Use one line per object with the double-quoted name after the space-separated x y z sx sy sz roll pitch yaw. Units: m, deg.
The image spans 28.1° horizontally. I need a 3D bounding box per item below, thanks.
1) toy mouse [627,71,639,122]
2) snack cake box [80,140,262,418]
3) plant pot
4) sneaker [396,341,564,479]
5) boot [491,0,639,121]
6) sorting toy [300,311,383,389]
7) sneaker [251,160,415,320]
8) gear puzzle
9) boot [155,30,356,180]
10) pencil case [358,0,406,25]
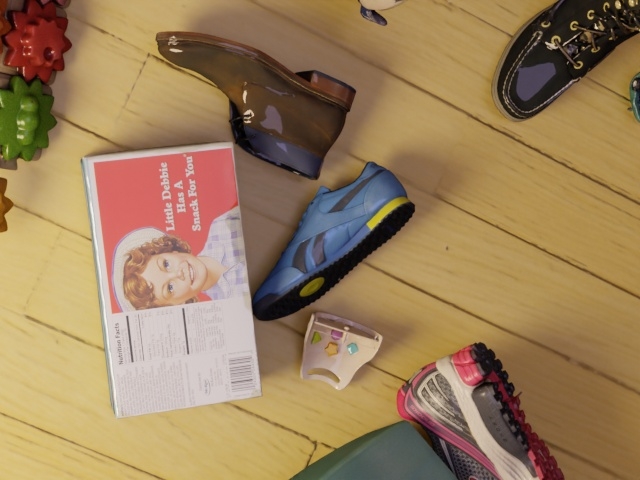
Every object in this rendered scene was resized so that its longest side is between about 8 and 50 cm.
0.401 -0.172 1.461 0.161 0.031 0.143 -33 101 -11 "toy mouse"
-0.153 0.036 1.302 0.152 0.089 0.264 -7 95 -12 "snack cake box"
0.026 0.303 1.313 0.165 0.165 0.234 49 61 -2 "plant pot"
0.194 0.253 1.403 0.112 0.121 0.299 -26 102 18 "sneaker"
0.294 -0.225 1.354 0.085 0.178 0.236 46 81 -13 "boot"
0.013 0.121 1.376 0.083 0.045 0.075 19 96 -15 "sorting toy"
0.000 0.000 1.360 0.209 0.069 0.082 -40 69 0 "sneaker"
-0.311 -0.155 1.225 0.175 0.044 0.339 10 91 -54 "gear puzzle"
-0.075 -0.140 1.315 0.219 0.082 0.106 17 86 -17 "boot"
-0.031 -0.394 1.220 0.410 0.183 0.160 40 66 -24 "pencil case"
